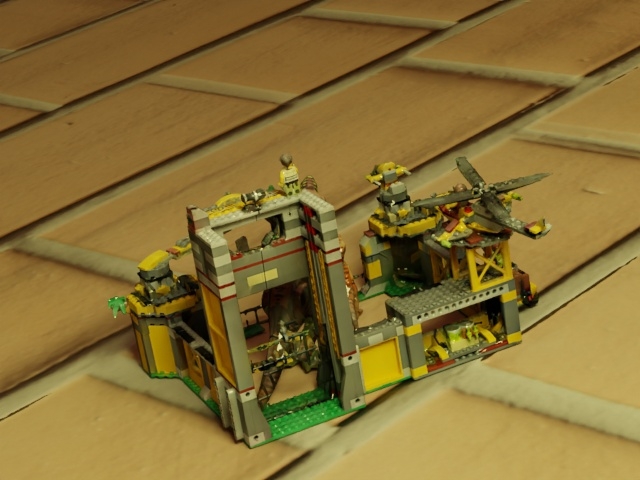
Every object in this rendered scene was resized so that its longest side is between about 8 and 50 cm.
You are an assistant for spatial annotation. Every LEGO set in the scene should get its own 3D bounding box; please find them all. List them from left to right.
[{"bbox_3d":[0.000,0.000,1.297,0.331,0.192,0.255,-14,23,-12],"label":"LEGO set"}]
